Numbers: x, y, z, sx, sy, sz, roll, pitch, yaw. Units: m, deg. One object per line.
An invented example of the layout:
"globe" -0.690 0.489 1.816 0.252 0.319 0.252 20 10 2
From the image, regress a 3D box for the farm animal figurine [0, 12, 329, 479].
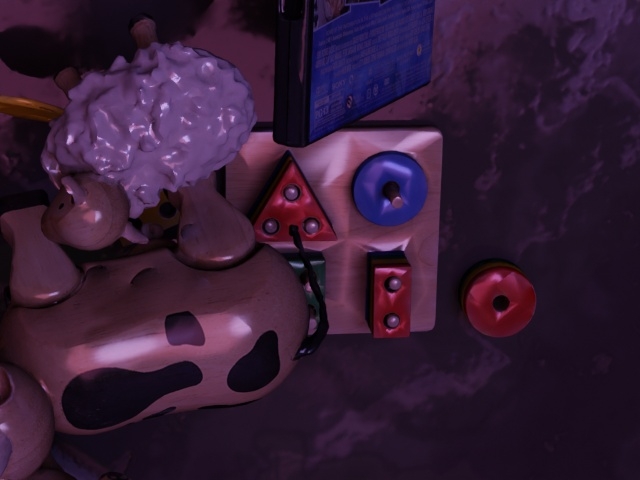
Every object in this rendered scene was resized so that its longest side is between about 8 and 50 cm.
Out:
"farm animal figurine" -0.144 0.082 0.897 0.326 0.172 0.330 -25 137 -2

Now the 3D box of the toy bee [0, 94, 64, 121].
"toy bee" -0.241 -0.114 0.883 0.195 0.162 0.298 -10 109 -2

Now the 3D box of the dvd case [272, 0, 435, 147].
"dvd case" 0.024 -0.190 0.891 0.022 0.180 0.253 11 110 24

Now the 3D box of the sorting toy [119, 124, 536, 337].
"sorting toy" 0.000 0.000 1.013 0.274 0.046 0.132 -1 108 -7
